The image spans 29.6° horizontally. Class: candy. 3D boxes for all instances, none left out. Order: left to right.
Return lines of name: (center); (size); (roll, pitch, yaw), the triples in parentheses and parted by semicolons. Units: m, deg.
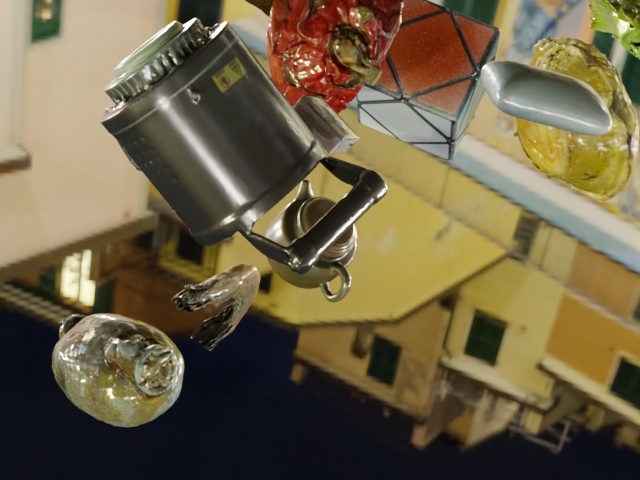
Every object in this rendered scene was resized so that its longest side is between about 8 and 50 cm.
candy: (0.320, -0.205, 1.721); (0.174, 0.071, 0.138); (14, -156, -11)

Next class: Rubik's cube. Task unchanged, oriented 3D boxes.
Rubik's cube: (0.196, -0.302, 2.241); (0.207, 0.205, 0.205); (23, -105, 9)

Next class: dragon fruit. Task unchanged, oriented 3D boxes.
dragon fruit: (0.017, -0.356, 1.991); (0.152, 0.317, 0.205); (20, 174, -34)

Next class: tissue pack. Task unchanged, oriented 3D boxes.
tissue pack: (0.006, -0.155, 1.619); (0.083, 0.035, 0.063); (48, -157, 12)

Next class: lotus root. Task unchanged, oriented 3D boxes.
lotus root: (-0.334, 0.204, 1.950); (0.175, 0.175, 0.349); (-10, -169, -31)

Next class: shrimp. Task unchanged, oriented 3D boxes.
shrimp: (-0.175, 0.109, 1.932); (0.046, 0.152, 0.219); (34, -157, 22)

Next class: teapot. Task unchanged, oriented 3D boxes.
teapot: (0.000, 0.000, 2.560); (0.185, 0.175, 0.268); (-11, -111, -36)

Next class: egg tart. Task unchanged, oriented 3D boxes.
egg tart: (0.476, -0.224, 2.333); (0.132, 0.341, 0.341); (-18, -140, -20)

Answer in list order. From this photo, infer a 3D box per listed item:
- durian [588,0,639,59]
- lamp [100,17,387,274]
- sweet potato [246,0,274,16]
durian: (0.428, -0.270, 1.457); (0.157, 0.169, 0.355); (-24, -145, 2)
lamp: (-0.135, -0.140, 1.512); (0.205, 0.272, 0.374); (-45, -144, -22)
sweet potato: (-0.114, -0.443, 2.067); (0.243, 0.077, 0.077); (26, -168, -47)
